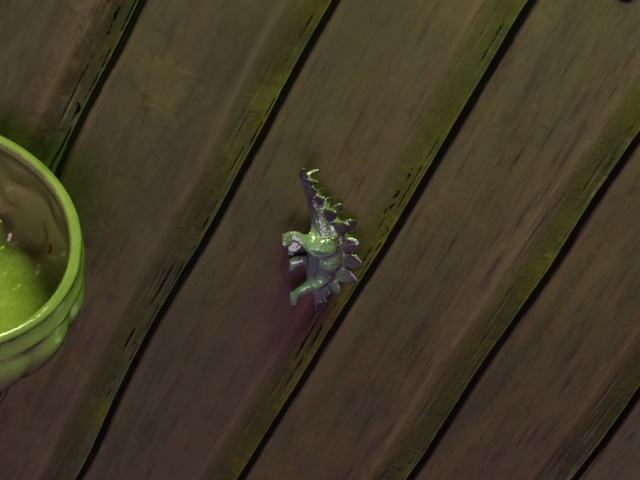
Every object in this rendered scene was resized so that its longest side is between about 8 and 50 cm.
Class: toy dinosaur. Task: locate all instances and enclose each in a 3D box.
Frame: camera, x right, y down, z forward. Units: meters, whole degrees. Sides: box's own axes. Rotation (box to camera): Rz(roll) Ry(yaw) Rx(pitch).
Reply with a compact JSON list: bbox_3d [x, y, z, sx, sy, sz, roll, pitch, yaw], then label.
[{"bbox_3d":[0.000,-0.002,1.833,0.082,0.039,0.209,-7,132,3],"label":"toy dinosaur"}]

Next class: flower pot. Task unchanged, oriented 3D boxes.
[{"bbox_3d":[-0.391,0.053,1.751,0.307,0.307,0.244,18,141,-9],"label":"flower pot"}]
